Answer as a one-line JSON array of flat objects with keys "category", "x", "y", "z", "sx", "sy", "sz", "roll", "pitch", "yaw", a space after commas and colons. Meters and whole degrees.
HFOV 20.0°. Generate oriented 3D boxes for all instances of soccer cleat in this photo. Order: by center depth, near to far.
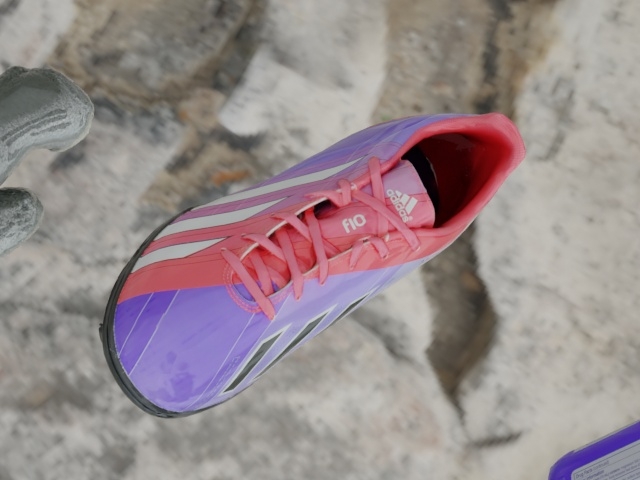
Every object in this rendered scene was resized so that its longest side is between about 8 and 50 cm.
[{"category": "soccer cleat", "x": 0.000, "y": 0.000, "z": 1.079, "sx": 0.318, "sy": 0.116, "sz": 0.108, "roll": -33, "pitch": 97, "yaw": -44}]

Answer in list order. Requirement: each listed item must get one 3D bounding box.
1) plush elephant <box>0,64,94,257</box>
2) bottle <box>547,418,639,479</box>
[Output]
[{"category": "plush elephant", "x": -0.354, "y": -0.004, "z": 1.352, "sx": 0.272, "sy": 0.255, "sz": 0.330, "roll": 24, "pitch": 57, "yaw": -2}, {"category": "bottle", "x": 0.322, "y": 0.174, "z": 1.478, "sx": 0.118, "sy": 0.092, "sz": 0.283, "roll": 23, "pitch": 138, "yaw": -40}]
